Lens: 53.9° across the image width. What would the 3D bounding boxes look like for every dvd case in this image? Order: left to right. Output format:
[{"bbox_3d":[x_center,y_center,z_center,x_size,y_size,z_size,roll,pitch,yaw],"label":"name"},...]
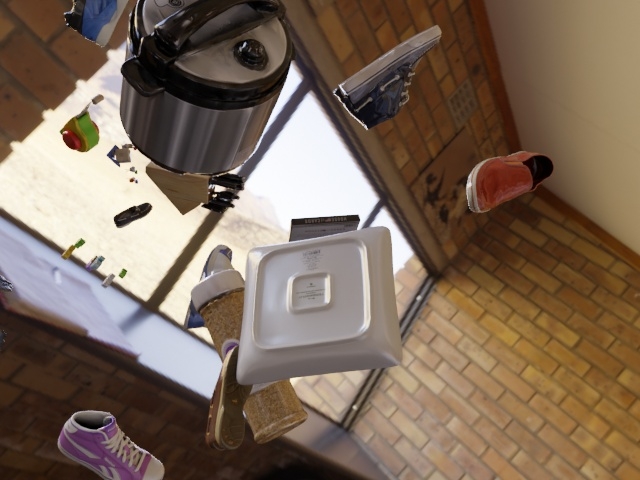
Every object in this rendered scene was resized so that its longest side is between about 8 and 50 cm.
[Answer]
[{"bbox_3d":[0.000,0.000,1.695,0.238,0.179,0.029,105,-22,-62],"label":"dvd case"}]

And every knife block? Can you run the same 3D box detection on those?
[{"bbox_3d":[-0.394,-0.201,2.053,0.275,0.242,0.088,51,25,-19],"label":"knife block"}]

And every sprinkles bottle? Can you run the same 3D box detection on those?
[{"bbox_3d":[-0.152,0.238,1.325,0.355,0.121,0.121,62,1,18],"label":"sprinkles bottle"}]

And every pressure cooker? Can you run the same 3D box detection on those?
[{"bbox_3d":[-0.258,-0.396,1.446,0.376,0.369,0.420,11,-32,-16],"label":"pressure cooker"}]

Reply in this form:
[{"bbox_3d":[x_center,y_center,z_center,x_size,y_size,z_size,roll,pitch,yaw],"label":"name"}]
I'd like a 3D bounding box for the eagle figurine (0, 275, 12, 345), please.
[{"bbox_3d":[-0.794,0.115,1.349,0.225,0.226,0.298,40,-26,13],"label":"eagle figurine"}]

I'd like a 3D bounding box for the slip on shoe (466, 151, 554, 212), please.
[{"bbox_3d":[0.481,-0.157,1.599,0.101,0.331,0.123,3,-70,49],"label":"slip on shoe"}]

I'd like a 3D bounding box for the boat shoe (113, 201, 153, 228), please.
[{"bbox_3d":[-0.555,-0.082,1.863,0.046,0.125,0.038,40,-29,36],"label":"boat shoe"}]

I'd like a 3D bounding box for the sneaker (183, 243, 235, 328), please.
[{"bbox_3d":[-0.264,0.159,1.782,0.182,0.127,0.315,18,34,-7],"label":"sneaker"}]

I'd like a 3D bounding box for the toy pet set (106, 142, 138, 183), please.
[{"bbox_3d":[-0.606,-0.241,1.927,0.114,0.065,0.122,106,-20,-84],"label":"toy pet set"}]

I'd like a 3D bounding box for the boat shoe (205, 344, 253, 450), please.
[{"bbox_3d":[-0.157,0.260,1.050,0.060,0.178,0.064,-22,-42,35],"label":"boat shoe"}]

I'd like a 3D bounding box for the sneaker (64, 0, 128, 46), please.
[{"bbox_3d":[-0.348,-0.392,0.990,0.085,0.152,0.058,24,18,-29],"label":"sneaker"}]

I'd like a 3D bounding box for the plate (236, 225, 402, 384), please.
[{"bbox_3d":[-0.011,0.095,1.069,0.045,0.277,0.278,64,20,-50],"label":"plate"}]

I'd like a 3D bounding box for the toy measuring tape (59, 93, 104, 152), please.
[{"bbox_3d":[-0.751,-0.363,2.040,0.121,0.121,0.330,45,-38,-22],"label":"toy measuring tape"}]

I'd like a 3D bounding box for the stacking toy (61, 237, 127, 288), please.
[{"bbox_3d":[-0.679,0.071,1.888,0.167,0.052,0.221,40,-26,-20],"label":"stacking toy"}]

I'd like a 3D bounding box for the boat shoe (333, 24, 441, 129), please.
[{"bbox_3d":[0.217,-0.452,1.780,0.158,0.341,0.127,56,7,-14],"label":"boat shoe"}]

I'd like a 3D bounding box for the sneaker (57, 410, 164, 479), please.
[{"bbox_3d":[-0.507,0.519,1.570,0.282,0.161,0.102,27,35,-13],"label":"sneaker"}]
